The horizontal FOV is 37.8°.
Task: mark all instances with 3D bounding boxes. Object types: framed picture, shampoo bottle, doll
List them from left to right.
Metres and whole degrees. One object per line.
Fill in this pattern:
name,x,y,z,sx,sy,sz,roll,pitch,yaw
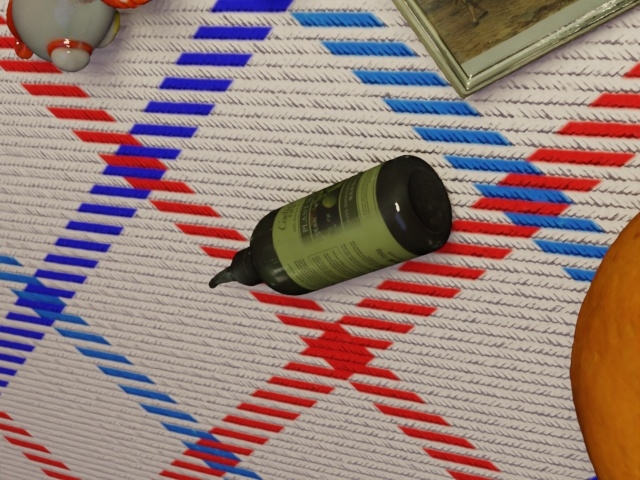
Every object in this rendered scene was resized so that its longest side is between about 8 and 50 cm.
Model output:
doll,-0.217,-0.273,0.911,0.336,0.105,0.200,-34,63,38
shampoo bottle,0.000,0.000,0.996,0.284,0.101,0.101,-21,110,37
framed picture,0.172,-0.245,0.723,0.274,0.017,0.217,-27,121,28

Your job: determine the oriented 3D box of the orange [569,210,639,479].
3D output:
orange,0.406,0.111,0.705,0.424,0.326,0.424,26,130,36
